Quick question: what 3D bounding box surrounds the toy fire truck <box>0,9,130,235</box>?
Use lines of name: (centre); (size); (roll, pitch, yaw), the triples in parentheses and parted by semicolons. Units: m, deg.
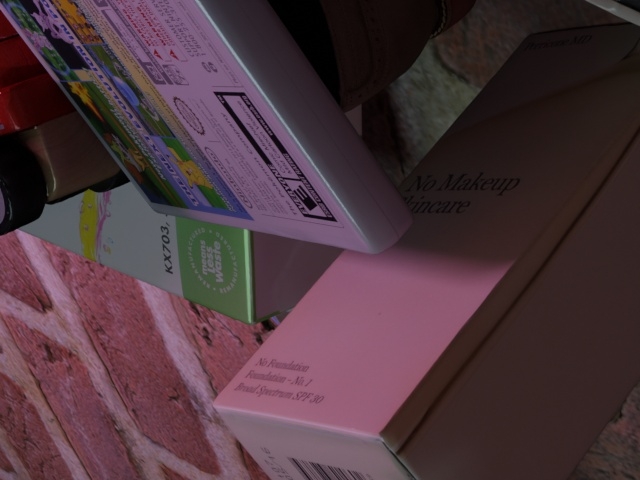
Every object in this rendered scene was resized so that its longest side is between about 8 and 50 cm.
toy fire truck: (-0.264, -0.121, 1.164); (0.217, 0.158, 0.246); (-10, 102, 48)

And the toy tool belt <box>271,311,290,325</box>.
toy tool belt: (-0.033, 0.053, 1.546); (0.083, 0.052, 0.051); (56, -176, -24)

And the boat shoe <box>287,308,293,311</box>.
boat shoe: (-0.002, 0.003, 1.327); (0.306, 0.113, 0.105); (25, 145, 27)

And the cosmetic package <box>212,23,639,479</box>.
cosmetic package: (0.105, 0.022, 0.957); (0.160, 0.309, 0.113); (1, 135, 54)

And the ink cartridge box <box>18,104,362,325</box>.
ink cartridge box: (-0.137, -0.093, 1.261); (0.353, 0.119, 0.207); (19, 121, 40)

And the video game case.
video game case: (-0.116, -0.137, 0.955); (0.329, 0.036, 0.300); (54, 161, -21)

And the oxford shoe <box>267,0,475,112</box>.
oxford shoe: (-0.063, -0.223, 1.000); (0.348, 0.130, 0.123); (44, 156, -7)

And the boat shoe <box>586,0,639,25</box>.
boat shoe: (0.167, -0.148, 0.906); (0.206, 0.075, 0.065); (35, 113, 26)
